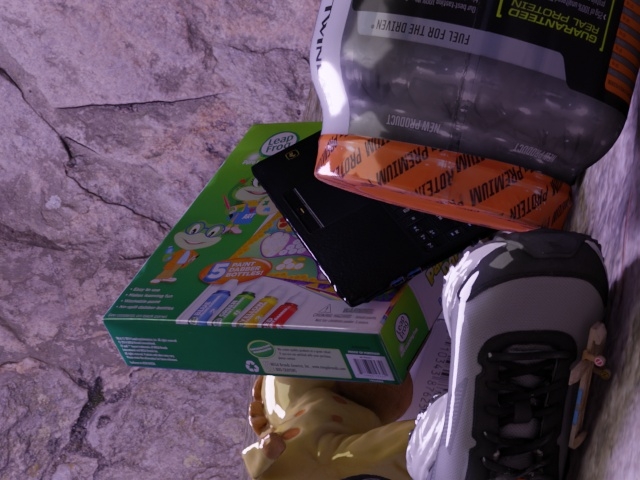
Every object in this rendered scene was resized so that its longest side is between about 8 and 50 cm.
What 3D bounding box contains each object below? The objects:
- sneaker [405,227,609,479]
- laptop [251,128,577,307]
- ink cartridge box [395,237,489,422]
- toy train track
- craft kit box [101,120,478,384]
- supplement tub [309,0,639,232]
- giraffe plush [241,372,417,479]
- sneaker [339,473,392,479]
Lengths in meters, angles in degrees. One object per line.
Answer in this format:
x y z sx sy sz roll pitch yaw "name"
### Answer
0.119 0.100 0.968 0.108 0.100 0.271 -99 12 -45 "sneaker"
0.076 -0.112 1.140 0.136 0.264 0.234 65 174 -31 "laptop"
0.082 0.084 1.426 0.307 0.072 0.303 -84 6 -52 "ink cartridge box"
0.157 0.086 0.929 0.048 0.014 0.083 -35 -41 -49 "toy train track"
0.000 0.000 1.206 0.246 0.250 0.061 -53 -48 -41 "craft kit box"
0.106 -0.171 0.953 0.193 0.194 0.316 173 112 -84 "supplement tub"
0.014 0.143 1.204 0.170 0.210 0.181 -93 12 -48 "giraffe plush"
0.058 0.259 0.978 0.228 0.086 0.132 54 152 42 "sneaker"
